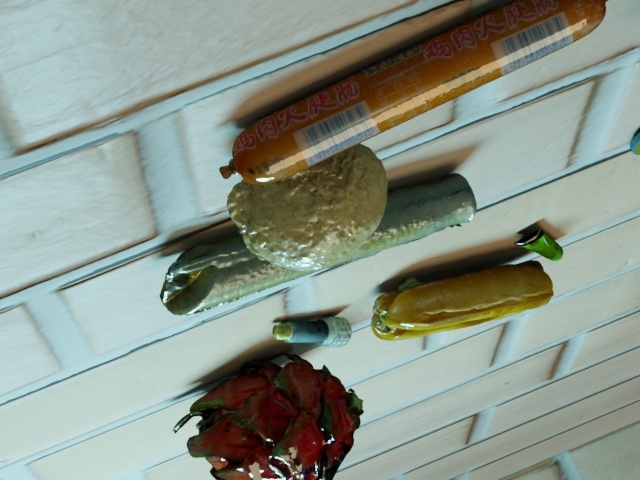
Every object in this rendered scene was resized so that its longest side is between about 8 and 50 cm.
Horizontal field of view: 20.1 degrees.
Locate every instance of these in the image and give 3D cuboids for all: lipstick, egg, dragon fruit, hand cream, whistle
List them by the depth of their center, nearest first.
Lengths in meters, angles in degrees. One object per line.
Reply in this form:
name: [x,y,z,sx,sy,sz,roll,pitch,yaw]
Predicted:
egg: [-0.009,-0.033,1.533,0.140,0.118,0.116,-28,-152,-16]
whistle: [-0.001,-0.001,1.722,0.326,0.057,0.068,-16,149,-24]
lipstick: [-0.016,0.104,2.062,0.116,0.037,0.037,2,150,-46]
hand cream: [0.262,0.005,2.144,0.036,0.023,0.122,-28,162,16]
dragon fruit: [-0.055,0.227,2.147,0.189,0.182,0.182,-36,159,31]

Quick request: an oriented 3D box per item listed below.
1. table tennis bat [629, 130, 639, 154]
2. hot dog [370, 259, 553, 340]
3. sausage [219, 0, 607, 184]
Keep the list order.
table tennis bat: [0.375,-0.125,1.916,0.100,0.019,0.155,-24,165,2]
hot dog: [0.166,0.067,2.128,0.250,0.068,0.100,-9,171,-33]
sausage: [0.076,-0.127,1.448,0.348,0.053,0.053,-25,163,3]
